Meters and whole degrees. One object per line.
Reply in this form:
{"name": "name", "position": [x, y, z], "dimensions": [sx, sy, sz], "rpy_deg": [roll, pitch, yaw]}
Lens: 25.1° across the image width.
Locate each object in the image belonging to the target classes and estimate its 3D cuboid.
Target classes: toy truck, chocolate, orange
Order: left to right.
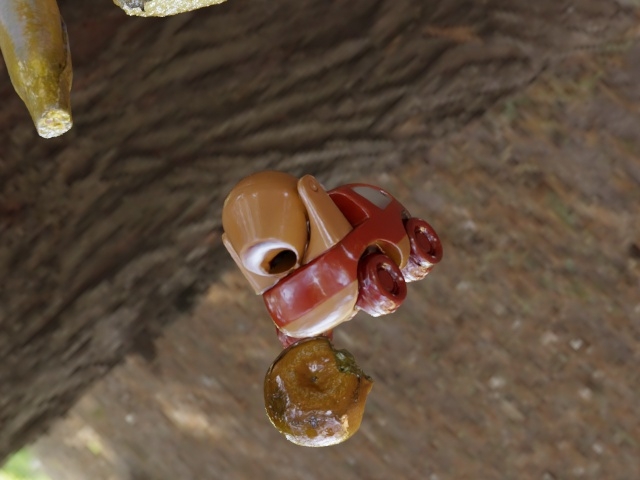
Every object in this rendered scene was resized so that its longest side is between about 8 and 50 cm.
{"name": "chocolate", "position": [-0.310, -0.192, 1.586], "dimensions": [0.085, 0.086, 0.219], "rpy_deg": [68, 180, -49]}
{"name": "orange", "position": [-0.003, 0.117, 1.076], "dimensions": [0.086, 0.086, 0.062], "rpy_deg": [34, 154, 31]}
{"name": "toy truck", "position": [0.000, 0.000, 1.825], "dimensions": [0.189, 0.265, 0.239], "rpy_deg": [-33, 94, 33]}

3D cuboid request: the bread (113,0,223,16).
{"name": "bread", "position": [-0.105, -0.295, 1.374], "dimensions": [0.134, 0.260, 0.129], "rpy_deg": [122, 127, -88]}
